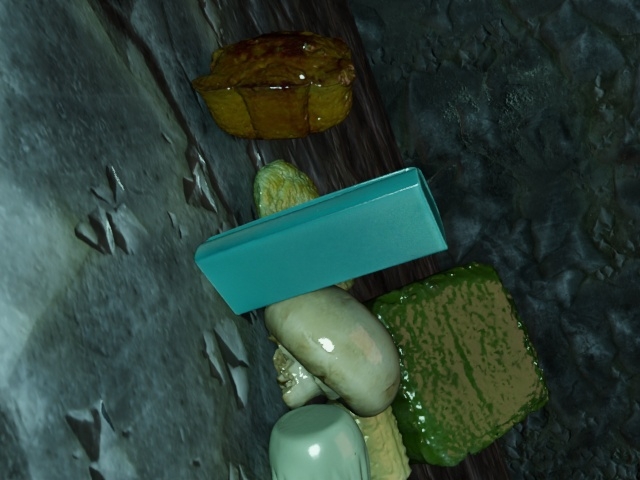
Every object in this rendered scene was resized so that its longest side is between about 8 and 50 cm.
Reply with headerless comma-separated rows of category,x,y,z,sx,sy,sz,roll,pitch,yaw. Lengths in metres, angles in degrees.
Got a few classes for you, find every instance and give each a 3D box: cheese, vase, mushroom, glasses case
cheese,0.077,0.330,1.134,0.123,0.094,0.167,-15,86,-49
vase,0.011,0.343,0.878,0.128,0.128,0.248,-47,126,-72
mushroom,0.007,0.161,0.963,0.226,0.178,0.226,41,-20,18
glasses case,-0.001,-0.002,0.870,0.070,0.301,0.117,-89,156,-47

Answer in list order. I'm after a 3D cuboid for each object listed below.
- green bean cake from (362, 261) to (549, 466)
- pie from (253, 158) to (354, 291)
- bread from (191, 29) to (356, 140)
green bean cake,0.217,0.231,1.281,0.218,0.335,0.319,-34,-105,64
pie,-0.034,-0.001,1.133,0.274,0.105,0.257,68,25,-13
bread,-0.059,-0.255,1.073,0.232,0.246,0.135,-76,162,-47
